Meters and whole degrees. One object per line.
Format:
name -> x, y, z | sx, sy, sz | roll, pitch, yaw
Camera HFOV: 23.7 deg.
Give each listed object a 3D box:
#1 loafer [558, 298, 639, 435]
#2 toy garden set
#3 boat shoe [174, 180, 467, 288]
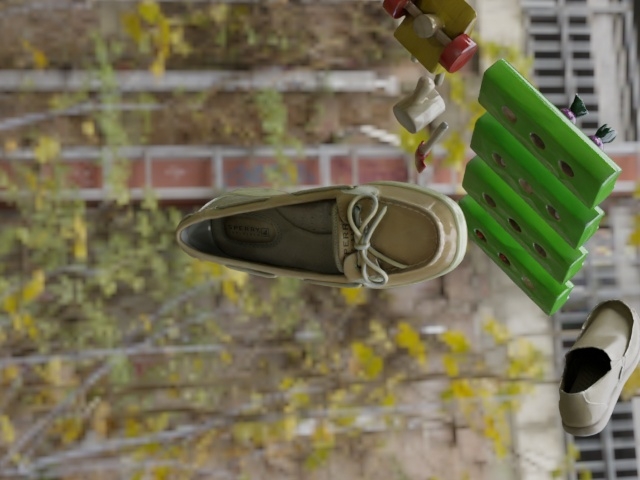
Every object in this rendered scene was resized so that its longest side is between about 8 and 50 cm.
loafer -> 0.248, 0.104, 1.353 | 0.148, 0.056, 0.050 | -66, 145, -37
toy garden set -> 0.127, -0.072, 1.099 | 0.204, 0.049, 0.244 | 46, -16, 17
boat shoe -> -0.001, -0.002, 0.769 | 0.153, 0.048, 0.056 | 7, -75, 31
